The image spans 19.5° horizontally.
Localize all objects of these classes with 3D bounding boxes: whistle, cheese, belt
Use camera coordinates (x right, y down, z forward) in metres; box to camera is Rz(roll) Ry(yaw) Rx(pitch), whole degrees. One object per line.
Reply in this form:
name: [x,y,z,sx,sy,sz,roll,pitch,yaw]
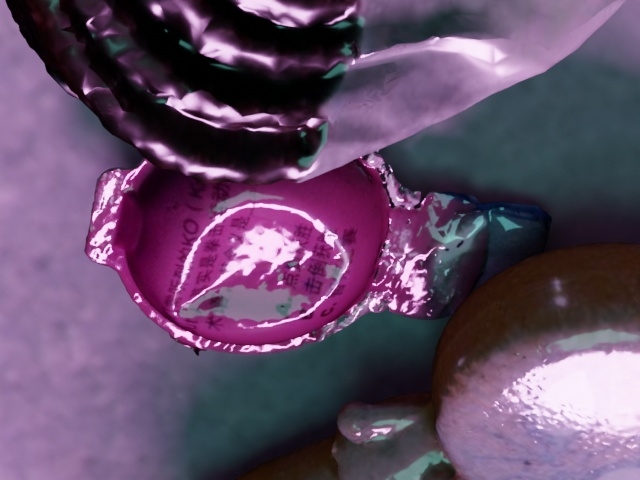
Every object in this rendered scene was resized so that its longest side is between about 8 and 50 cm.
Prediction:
whistle: [0.054,0.062,0.607,0.220,0.057,0.107,-26,130,22]
cheese: [0.000,0.000,0.585,0.145,0.038,0.095,7,123,-11]
belt: [0.012,-0.162,0.430,0.184,0.164,0.289,18,107,-26]
